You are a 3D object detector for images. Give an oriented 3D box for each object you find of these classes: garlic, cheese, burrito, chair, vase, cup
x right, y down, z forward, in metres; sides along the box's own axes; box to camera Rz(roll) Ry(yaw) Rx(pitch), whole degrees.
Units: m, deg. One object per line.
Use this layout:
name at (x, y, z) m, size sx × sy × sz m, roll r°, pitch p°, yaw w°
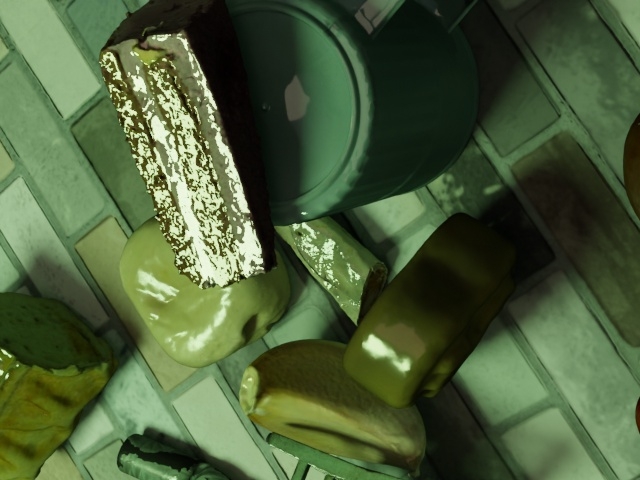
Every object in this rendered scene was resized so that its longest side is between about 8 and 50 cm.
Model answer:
garlic at (0.022, 0.212, 1.369) m, size 0.244 × 0.164 × 0.145 m, roll 21°, pitch 106°, yaw 11°
cheese at (-0.157, 0.063, 1.452) m, size 0.235 × 0.117 × 0.218 m, roll 7°, pitch 105°, yaw 28°
burrito at (0.000, 0.000, 1.395) m, size 0.226 × 0.060 × 0.087 m, roll 48°, pitch 121°, yaw 9°
chair at (0.049, 0.345, 1.326) m, size 0.270 × 0.136 × 0.147 m, roll 16°, pitch 75°, yaw 21°
vase at (-0.183, 0.331, 1.546) m, size 0.211 × 0.060 × 0.060 m, roll 17°, pitch 106°, yaw 21°
cup at (0.036, -0.162, 1.206) m, size 0.331 × 0.311 × 0.257 m, roll -16°, pitch 93°, yaw 27°

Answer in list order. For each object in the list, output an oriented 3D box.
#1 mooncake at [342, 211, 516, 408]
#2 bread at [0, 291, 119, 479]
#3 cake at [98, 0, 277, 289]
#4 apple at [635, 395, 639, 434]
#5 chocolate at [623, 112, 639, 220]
mooncake at (0.127, 0.094, 1.269) m, size 0.117 × 0.235 × 0.235 m, roll 35°, pitch 112°, yaw 13°
bread at (-0.444, 0.204, 1.573) m, size 0.238 × 0.196 × 0.252 m, roll 36°, pitch 116°, yaw 16°
cake at (-0.125, -0.093, 1.068) m, size 0.116 × 0.113 × 0.295 m, roll -8°, pitch 102°, yaw 28°
apple at (0.431, 0.197, 1.184) m, size 0.156 × 0.147 × 0.158 m, roll -41°, pitch 91°, yaw -7°
chocolate at (0.396, -0.074, 1.151) m, size 0.176 × 0.176 × 0.177 m, roll 5°, pitch 102°, yaw 25°
